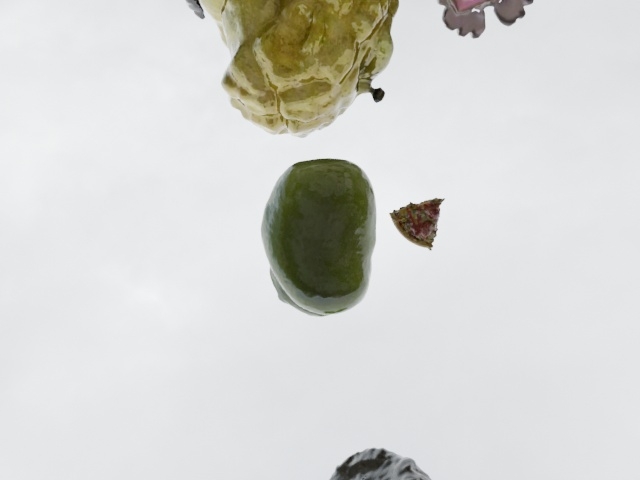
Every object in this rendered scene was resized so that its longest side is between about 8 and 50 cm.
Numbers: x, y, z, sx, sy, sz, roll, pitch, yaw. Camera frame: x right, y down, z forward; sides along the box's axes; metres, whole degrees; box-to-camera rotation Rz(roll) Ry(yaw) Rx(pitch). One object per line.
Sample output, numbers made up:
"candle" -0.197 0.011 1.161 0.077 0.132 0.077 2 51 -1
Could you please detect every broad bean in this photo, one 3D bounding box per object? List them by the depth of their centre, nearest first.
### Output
"broad bean" 0.000 0.000 0.585 0.125 0.174 0.082 -7 -168 2

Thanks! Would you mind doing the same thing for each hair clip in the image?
"hair clip" 0.345 -0.454 0.913 0.301 0.172 0.069 -10 -144 28

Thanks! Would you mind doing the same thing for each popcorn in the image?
"popcorn" -0.060 -0.349 0.850 0.382 0.349 0.348 23 -132 -23

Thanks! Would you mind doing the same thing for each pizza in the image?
"pizza" 0.170 -0.034 0.980 0.100 0.100 0.029 8 -169 -13

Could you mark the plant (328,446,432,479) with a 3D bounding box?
"plant" 0.103 0.420 0.761 0.204 0.233 0.178 -42 -158 -32
